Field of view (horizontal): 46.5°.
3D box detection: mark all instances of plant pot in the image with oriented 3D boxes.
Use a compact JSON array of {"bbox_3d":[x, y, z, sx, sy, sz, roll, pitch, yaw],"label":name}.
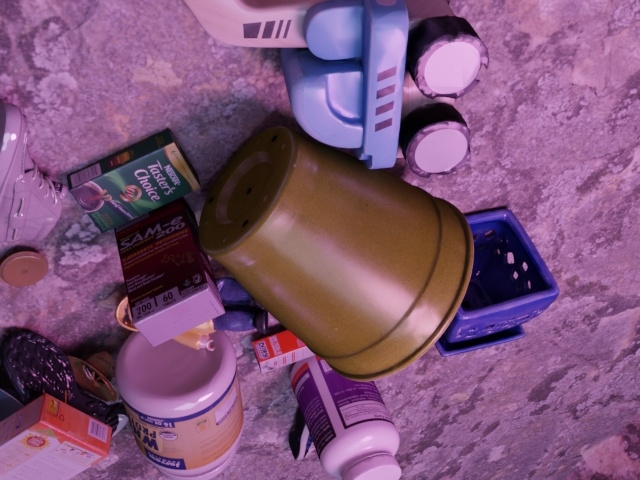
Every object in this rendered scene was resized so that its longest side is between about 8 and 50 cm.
[{"bbox_3d":[0.323,0.101,1.570,0.236,0.236,0.212,-11,143,-16],"label":"plant pot"},{"bbox_3d":[0.000,0.000,1.250,0.353,0.366,0.366,33,113,-31],"label":"plant pot"}]

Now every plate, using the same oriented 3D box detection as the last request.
[{"bbox_3d":[-0.611,0.326,1.423,0.188,0.024,0.188,11,130,14],"label":"plate"}]

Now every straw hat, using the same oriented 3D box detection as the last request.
[{"bbox_3d":[-0.430,0.250,1.455,0.061,0.144,0.144,-53,151,-34],"label":"straw hat"}]

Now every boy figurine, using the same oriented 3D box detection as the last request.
[{"bbox_3d":[-0.239,0.114,1.371,0.285,0.092,0.177,1,96,1],"label":"boy figurine"}]

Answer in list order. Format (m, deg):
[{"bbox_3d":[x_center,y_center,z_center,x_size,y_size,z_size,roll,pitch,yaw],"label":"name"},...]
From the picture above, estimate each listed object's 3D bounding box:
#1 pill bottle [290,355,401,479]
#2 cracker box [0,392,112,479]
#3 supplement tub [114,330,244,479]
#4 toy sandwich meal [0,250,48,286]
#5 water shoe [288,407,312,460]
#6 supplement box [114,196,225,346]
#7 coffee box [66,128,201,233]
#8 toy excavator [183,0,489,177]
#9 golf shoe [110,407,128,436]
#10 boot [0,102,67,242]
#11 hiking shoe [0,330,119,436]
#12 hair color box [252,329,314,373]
[{"bbox_3d":[0.059,0.397,1.658,0.181,0.323,0.181,-14,137,-13],"label":"pill bottle"},{"bbox_3d":[-0.521,0.384,1.366,0.232,0.067,0.155,-33,128,20],"label":"cracker box"},{"bbox_3d":[-0.272,0.325,1.494,0.228,0.228,0.316,-14,136,-13],"label":"supplement tub"},{"bbox_3d":[-0.501,0.044,1.252,0.085,0.029,0.086,-16,135,-17],"label":"toy sandwich meal"},{"bbox_3d":[-0.025,0.490,1.898,0.080,0.073,0.203,-7,135,-24],"label":"water shoe"},{"bbox_3d":[-0.250,0.040,1.211,0.130,0.239,0.073,-26,137,-1],"label":"supplement box"},{"bbox_3d":[-0.298,-0.094,1.202,0.184,0.040,0.113,-24,138,-2],"label":"coffee box"},{"bbox_3d":[-0.009,-0.284,1.051,0.445,0.222,0.433,-8,134,-7],"label":"toy excavator"},{"bbox_3d":[-0.488,0.437,1.603,0.198,0.094,0.077,-33,137,6],"label":"golf shoe"},{"bbox_3d":[-0.439,-0.094,1.109,0.123,0.095,0.258,2,140,-36],"label":"boot"},{"bbox_3d":[-0.523,0.291,1.425,0.132,0.113,0.304,-1,130,36],"label":"hiking shoe"},{"bbox_3d":[-0.059,0.228,1.616,0.167,0.053,0.093,-19,157,-10],"label":"hair color box"}]
